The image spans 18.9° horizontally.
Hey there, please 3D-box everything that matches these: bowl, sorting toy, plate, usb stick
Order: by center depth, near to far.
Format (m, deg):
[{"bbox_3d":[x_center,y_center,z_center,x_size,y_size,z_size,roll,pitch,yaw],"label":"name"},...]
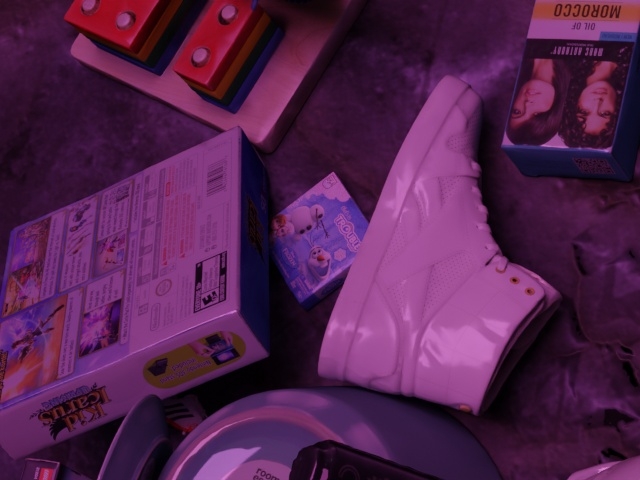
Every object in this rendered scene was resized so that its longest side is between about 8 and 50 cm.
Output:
[{"bbox_3d":[0.094,0.216,1.401,0.045,0.278,0.077,0,70,58],"label":"usb stick"},{"bbox_3d":[-0.016,0.240,1.500,0.311,0.163,0.312,-10,65,22],"label":"bowl"},{"bbox_3d":[-0.149,0.215,1.522,0.024,0.188,0.188,15,75,11],"label":"plate"},{"bbox_3d":[-0.093,-0.249,1.800,0.257,0.089,0.255,27,81,33],"label":"sorting toy"}]

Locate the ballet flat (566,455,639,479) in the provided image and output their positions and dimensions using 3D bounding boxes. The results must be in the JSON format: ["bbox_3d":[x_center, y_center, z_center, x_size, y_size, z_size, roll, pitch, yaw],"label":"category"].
[{"bbox_3d":[0.169,0.253,1.323,0.139,0.139,0.400,47,132,34],"label":"ballet flat"}]

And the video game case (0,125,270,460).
[{"bbox_3d":[-0.163,0.041,1.661,0.244,0.061,0.269,-22,34,14],"label":"video game case"}]

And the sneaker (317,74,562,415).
[{"bbox_3d":[0.125,0.009,1.584,0.169,0.108,0.293,17,66,12],"label":"sneaker"}]

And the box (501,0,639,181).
[{"bbox_3d":[0.231,-0.174,1.624,0.100,0.060,0.244,5,70,28],"label":"box"}]

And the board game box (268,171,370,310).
[{"bbox_3d":[0.000,0.000,1.684,0.090,0.020,0.090,-37,57,5],"label":"board game box"}]

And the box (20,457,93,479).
[{"bbox_3d":[-0.229,0.297,1.607,0.036,0.114,0.207,3,69,27],"label":"box"}]

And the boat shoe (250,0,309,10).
[{"bbox_3d":[-0.069,-0.274,1.698,0.109,0.089,0.258,-39,51,-10],"label":"boat shoe"}]

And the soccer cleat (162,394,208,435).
[{"bbox_3d":[-0.110,0.153,1.664,0.083,0.029,0.036,21,83,37],"label":"soccer cleat"}]
